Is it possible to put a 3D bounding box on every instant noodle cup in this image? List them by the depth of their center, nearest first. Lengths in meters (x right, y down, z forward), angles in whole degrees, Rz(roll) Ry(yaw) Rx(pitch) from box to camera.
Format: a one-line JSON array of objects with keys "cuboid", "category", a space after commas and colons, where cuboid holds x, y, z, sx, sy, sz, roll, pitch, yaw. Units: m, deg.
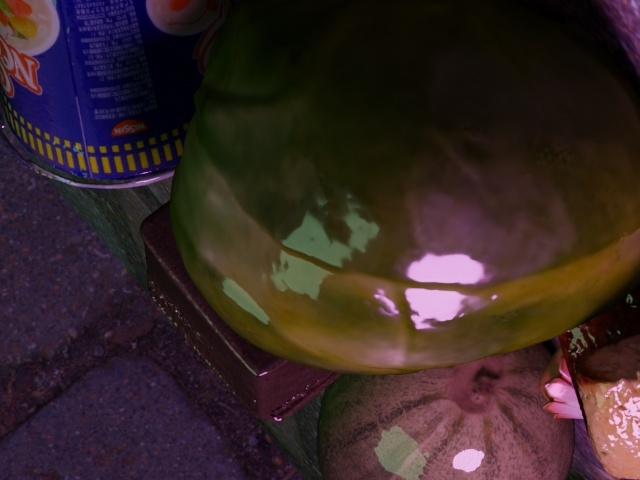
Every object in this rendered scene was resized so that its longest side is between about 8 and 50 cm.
[{"cuboid": [-0.205, -0.251, 1.798, 0.284, 0.284, 0.312, 45, 157, 33], "category": "instant noodle cup"}]

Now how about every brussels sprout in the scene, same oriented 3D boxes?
[{"cuboid": [0.049, -0.059, 1.309, 0.371, 0.315, 0.276, -138, 39, -62], "category": "brussels sprout"}]

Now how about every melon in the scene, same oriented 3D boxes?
[{"cuboid": [0.119, 0.181, 1.805, 0.248, 0.248, 0.329, 50, 165, 12], "category": "melon"}]

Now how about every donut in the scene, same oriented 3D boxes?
[{"cuboid": [0.218, 0.098, 1.312, 0.217, 0.085, 0.141, -87, -20, -74], "category": "donut"}]

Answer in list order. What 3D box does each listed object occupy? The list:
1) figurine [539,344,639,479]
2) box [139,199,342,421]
[{"cuboid": [0.261, 0.146, 1.515, 0.195, 0.102, 0.111, 39, -165, 37], "category": "figurine"}, {"cuboid": [0.000, 0.001, 1.661, 0.184, 0.273, 0.143, 48, 164, 15], "category": "box"}]
